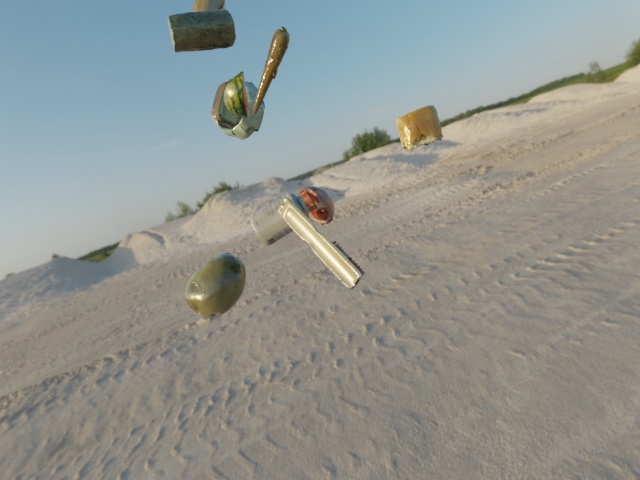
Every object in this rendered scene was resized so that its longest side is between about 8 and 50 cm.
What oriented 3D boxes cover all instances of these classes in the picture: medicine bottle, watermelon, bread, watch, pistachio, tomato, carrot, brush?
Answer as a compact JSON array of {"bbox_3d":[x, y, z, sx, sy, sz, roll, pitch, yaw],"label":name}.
[{"bbox_3d":[-0.159,-0.111,1.854,0.288,0.157,0.157,-31,8,6],"label":"medicine bottle"},{"bbox_3d":[-0.267,-0.464,1.370,0.086,0.069,0.163,-33,-29,-19],"label":"watermelon"},{"bbox_3d":[0.279,-0.314,1.148,0.125,0.106,0.082,-18,14,2],"label":"bread"},{"bbox_3d":[-0.336,-0.555,1.727,0.161,0.254,0.241,14,-2,-42],"label":"watch"},{"bbox_3d":[-0.419,-0.851,1.542,0.124,0.185,0.124,6,-15,2],"label":"pistachio"},{"bbox_3d":[-0.005,-0.197,2.056,0.199,0.228,0.112,-4,39,50],"label":"tomato"},{"bbox_3d":[-0.143,-0.460,1.134,0.049,0.049,0.255,-31,-23,-52],"label":"carrot"},{"bbox_3d":[0.000,0.000,1.123,0.050,0.321,0.060,-15,-36,-52],"label":"brush"}]

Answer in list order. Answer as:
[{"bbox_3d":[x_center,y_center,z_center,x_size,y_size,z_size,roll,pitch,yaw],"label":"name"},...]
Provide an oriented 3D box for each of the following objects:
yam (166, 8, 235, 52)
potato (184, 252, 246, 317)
[{"bbox_3d":[-0.352,-0.605,1.190,0.194,0.108,0.107,-24,11,-30],"label":"yam"},{"bbox_3d":[-0.493,0.217,1.964,0.326,0.221,0.243,-43,48,-5],"label":"potato"}]
